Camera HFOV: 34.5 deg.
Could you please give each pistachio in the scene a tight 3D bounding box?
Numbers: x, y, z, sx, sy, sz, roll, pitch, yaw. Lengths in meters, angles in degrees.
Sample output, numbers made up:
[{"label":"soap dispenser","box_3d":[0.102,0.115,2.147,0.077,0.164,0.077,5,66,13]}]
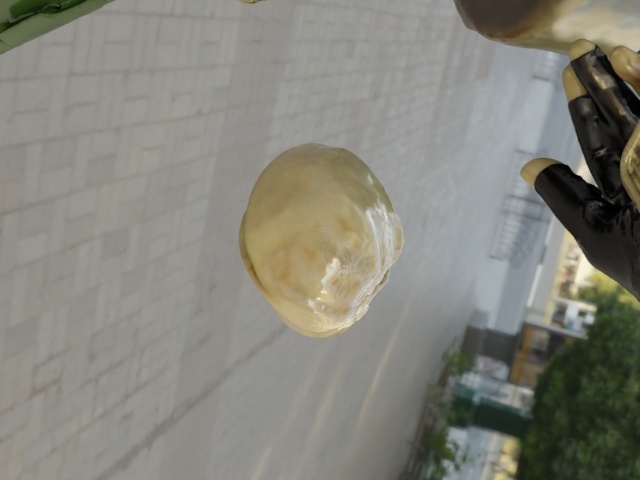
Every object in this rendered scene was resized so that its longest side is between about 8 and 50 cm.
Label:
[{"label":"pistachio","box_3d":[0.000,0.000,1.523,0.229,0.238,0.321,117,-19,-44]}]

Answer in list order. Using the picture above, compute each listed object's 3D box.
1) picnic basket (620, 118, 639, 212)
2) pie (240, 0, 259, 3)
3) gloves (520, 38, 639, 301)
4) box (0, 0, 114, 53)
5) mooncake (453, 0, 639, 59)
[{"label":"picnic basket","box_3d":[0.324,-0.088,0.563,0.228,0.175,0.313,-103,-156,-45]},{"label":"pie","box_3d":[0.050,-0.282,0.934,0.302,0.302,0.067,-39,113,-67]},{"label":"gloves","box_3d":[0.300,-0.058,0.955,0.301,0.197,0.152,67,12,22]},{"label":"box","box_3d":[-0.240,-0.306,0.812,0.178,0.328,0.253,28,73,-35]},{"label":"mooncake","box_3d":[0.334,-0.434,1.309,0.393,0.246,0.394,31,-67,61]}]
